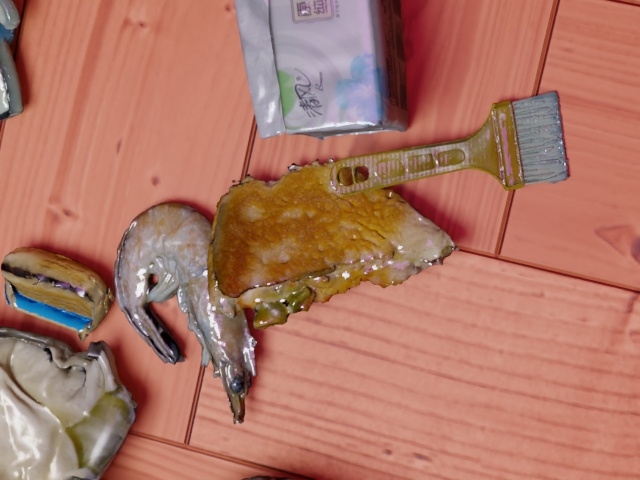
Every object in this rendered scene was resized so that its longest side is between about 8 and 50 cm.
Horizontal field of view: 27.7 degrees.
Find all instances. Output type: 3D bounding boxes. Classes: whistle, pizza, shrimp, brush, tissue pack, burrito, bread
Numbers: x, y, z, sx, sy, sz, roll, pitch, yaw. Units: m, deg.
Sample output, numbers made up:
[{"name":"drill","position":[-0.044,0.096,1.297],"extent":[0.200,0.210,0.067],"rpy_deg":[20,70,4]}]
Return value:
[{"name":"whistle","position":[-0.331,-0.231,1.243],"extent":[0.114,0.077,0.236],"rpy_deg":[-15,97,41]},{"name":"pizza","position":[0.000,0.000,1.192],"extent":[0.226,0.069,0.147],"rpy_deg":[-16,58,-4]},{"name":"shrimp","position":[-0.127,0.073,1.232],"extent":[0.126,0.047,0.223],"rpy_deg":[-22,83,19]},{"name":"brush","position":[0.115,-0.076,1.171],"extent":[0.218,0.010,0.083],"rpy_deg":[-10,90,-3]},{"name":"tissue pack","position":[-0.008,-0.204,1.137],"extent":[0.145,0.159,0.229],"rpy_deg":[-5,92,12]},{"name":"burrito","position":[-0.342,0.180,1.233],"extent":[0.331,0.135,0.190],"rpy_deg":[6,66,-4]},{"name":"bread","position":[-0.252,0.045,1.248],"extent":[0.106,0.053,0.072],"rpy_deg":[17,135,11]}]

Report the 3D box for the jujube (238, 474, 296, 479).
[{"name":"jujube","position":[-0.045,0.334,1.101],"extent":[0.226,0.317,0.226],"rpy_deg":[0,102,1]}]
